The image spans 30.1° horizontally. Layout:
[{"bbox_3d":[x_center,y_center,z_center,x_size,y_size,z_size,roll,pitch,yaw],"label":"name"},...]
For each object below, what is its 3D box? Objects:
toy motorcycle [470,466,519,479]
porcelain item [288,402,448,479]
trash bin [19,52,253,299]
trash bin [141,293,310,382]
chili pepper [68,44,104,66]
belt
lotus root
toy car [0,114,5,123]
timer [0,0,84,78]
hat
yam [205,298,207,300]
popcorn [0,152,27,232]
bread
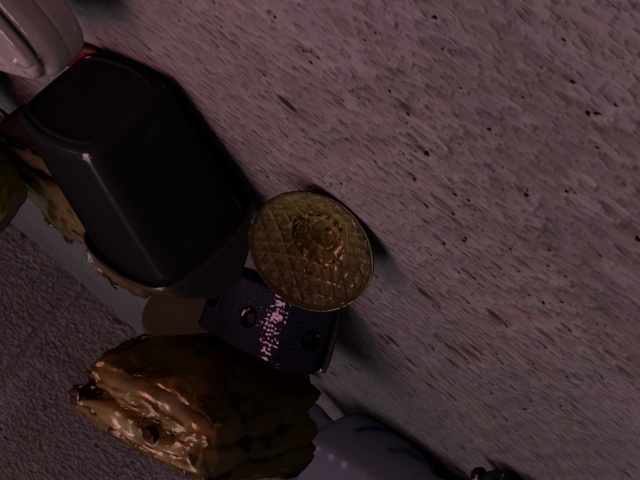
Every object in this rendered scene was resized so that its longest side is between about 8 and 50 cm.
[{"bbox_3d":[0.264,0.371,1.692,0.124,0.061,0.193,38,165,23],"label":"toy motorcycle"},{"bbox_3d":[0.092,0.425,2.050,0.405,0.178,0.242,19,152,50],"label":"porcelain item"},{"bbox_3d":[-0.213,-0.066,1.429,0.209,0.182,0.290,29,155,43],"label":"trash bin"},{"bbox_3d":[-0.155,0.190,2.059,0.243,0.121,0.247,13,156,28],"label":"trash bin"},{"bbox_3d":[-0.309,-0.231,1.479,0.178,0.027,0.045,19,153,51],"label":"chili pepper"},{"bbox_3d":[-0.068,0.094,1.623,0.139,0.126,0.230,17,-178,-35],"label":"belt"},{"bbox_3d":[-0.393,-0.070,2.010,0.390,0.111,0.375,45,164,0],"label":"lotus root"},{"bbox_3d":[-0.576,-0.194,2.241,0.059,0.035,0.122,28,162,53],"label":"toy car"},{"bbox_3d":[-0.365,-0.275,1.219,0.237,0.087,0.262,18,150,54],"label":"timer"},{"bbox_3d":[0.000,0.000,1.312,0.146,0.067,0.146,9,118,18],"label":"hat"},{"bbox_3d":[-0.186,0.024,1.824,0.067,0.071,0.317,-4,147,16],"label":"yam"},{"bbox_3d":[-0.656,-0.070,1.918,0.312,0.312,0.312,38,165,12],"label":"popcorn"},{"bbox_3d":[-0.156,0.217,1.649,0.277,0.167,0.324,20,180,31],"label":"bread"}]
